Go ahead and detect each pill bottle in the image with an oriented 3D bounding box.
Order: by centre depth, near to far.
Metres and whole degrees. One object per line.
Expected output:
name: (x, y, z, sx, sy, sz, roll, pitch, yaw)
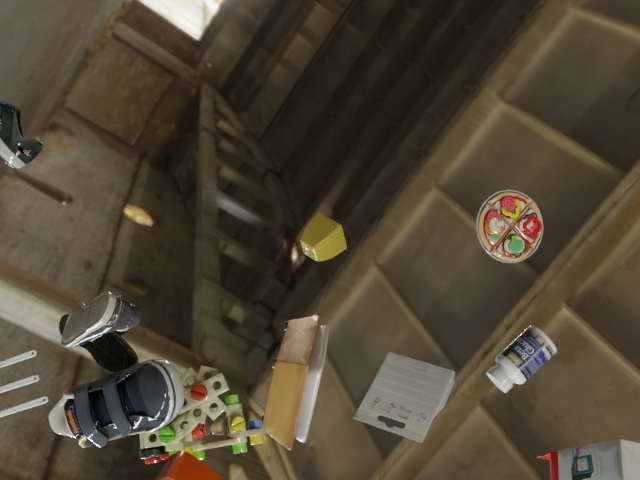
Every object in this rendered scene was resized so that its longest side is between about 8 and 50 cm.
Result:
pill bottle: (0.504, 0.302, 1.745, 0.169, 0.094, 0.094, -42, -161, -6)

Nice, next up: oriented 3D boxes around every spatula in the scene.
spatula: (-0.799, 0.367, 1.709, 0.242, 0.168, 0.019, -20, 167, 7)

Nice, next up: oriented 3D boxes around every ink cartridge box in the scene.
ink cartridge box: (0.509, 0.417, 1.232, 0.231, 0.134, 0.078, 132, -31, -59)
ink cartridge box: (0.215, 0.402, 1.752, 0.189, 0.066, 0.232, 13, -131, 25)

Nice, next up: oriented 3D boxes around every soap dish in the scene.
soap dish: (-0.060, 0.338, 1.715, 0.291, 0.118, 0.229, -72, 174, -72)

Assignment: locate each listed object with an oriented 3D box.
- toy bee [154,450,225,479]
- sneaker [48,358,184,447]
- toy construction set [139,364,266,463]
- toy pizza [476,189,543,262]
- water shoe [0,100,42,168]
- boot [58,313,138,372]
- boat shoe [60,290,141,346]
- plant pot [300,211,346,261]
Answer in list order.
toy bee: (-0.075, 0.371, 0.755, 0.162, 0.298, 0.195, -60, 161, 16)
sneaker: (-0.373, 0.301, 1.236, 0.321, 0.127, 0.126, -27, -101, 41)
toy construction set: (-0.236, 0.363, 1.364, 0.328, 0.215, 0.151, 79, 2, -61)
toy pizza: (0.522, -0.039, 1.885, 0.201, 0.201, 0.032, -62, -170, -8)
water shoe: (-0.598, -0.230, 1.278, 0.080, 0.203, 0.073, -38, -169, -12)
boot: (-0.421, 0.198, 1.431, 0.137, 0.198, 0.077, -5, 123, -64)
boat shoe: (-0.345, 0.132, 1.076, 0.206, 0.065, 0.075, -24, -130, 47)
plant pot: (0.000, 0.000, 1.615, 0.081, 0.081, 0.083, 30, -120, 36)
